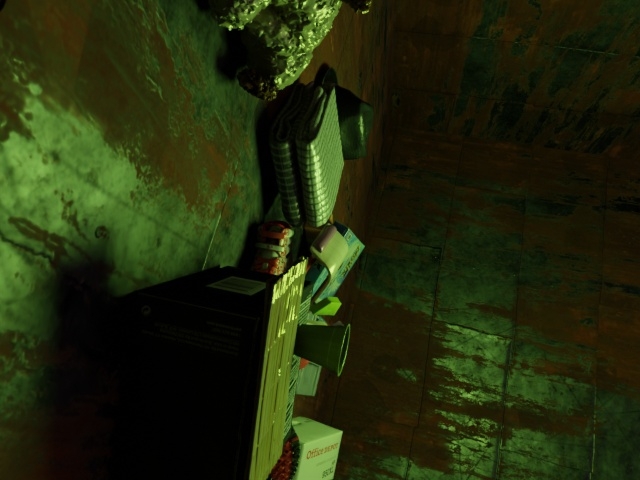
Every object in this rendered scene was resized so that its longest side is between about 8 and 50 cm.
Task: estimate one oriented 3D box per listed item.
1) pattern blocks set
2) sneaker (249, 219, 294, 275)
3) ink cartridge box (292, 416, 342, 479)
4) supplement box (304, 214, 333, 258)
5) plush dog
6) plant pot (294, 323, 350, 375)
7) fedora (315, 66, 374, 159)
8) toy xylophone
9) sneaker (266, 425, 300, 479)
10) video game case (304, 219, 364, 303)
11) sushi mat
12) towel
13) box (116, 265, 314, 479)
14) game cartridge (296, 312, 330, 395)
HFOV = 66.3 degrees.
[{"bbox_3d":[-0.064,0.223,1.055,0.285,0.026,0.324,-49,151,22],"label":"pattern blocks set"},{"bbox_3d":[-0.118,0.055,1.019,0.270,0.090,0.145,-66,162,-62],"label":"sneaker"},{"bbox_3d":[-0.093,0.758,1.463,0.285,0.166,0.395,26,74,-62],"label":"ink cartridge box"},{"bbox_3d":[0.000,0.000,1.603,0.233,0.080,0.078,81,24,-57],"label":"supplement box"},{"bbox_3d":[-0.052,-0.345,0.776,0.225,0.210,0.263,127,-16,-56],"label":"plush dog"},{"bbox_3d":[0.000,0.167,0.786,0.083,0.079,0.083,10,90,-78],"label":"plant pot"},{"bbox_3d":[0.072,-0.338,1.439,0.334,0.152,0.334,10,90,-80],"label":"fedora"},{"bbox_3d":[-0.043,0.117,1.147,0.323,0.081,0.236,-56,179,31],"label":"toy xylophone"},{"bbox_3d":[-0.114,0.439,1.152,0.125,0.104,0.262,99,-24,-61],"label":"sneaker"},{"bbox_3d":[0.029,0.091,1.575,0.270,0.061,0.244,-58,160,-2],"label":"video game case"},{"bbox_3d":[-0.061,0.184,0.656,0.151,0.019,0.317,-29,129,-73],"label":"sushi mat"},{"bbox_3d":[-0.031,-0.202,1.119,0.284,0.121,0.235,-77,163,-46],"label":"towel"},{"bbox_3d":[-0.147,0.211,0.760,0.296,0.182,0.294,-15,114,-77],"label":"box"},{"bbox_3d":[-0.039,0.330,1.425,0.355,0.068,0.230,61,45,-69],"label":"game cartridge"}]
